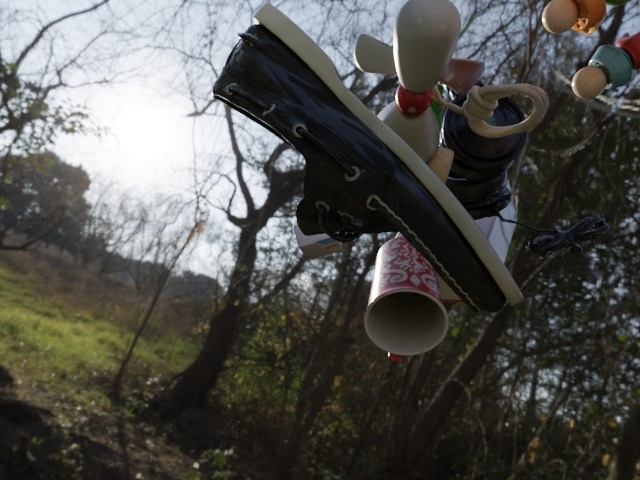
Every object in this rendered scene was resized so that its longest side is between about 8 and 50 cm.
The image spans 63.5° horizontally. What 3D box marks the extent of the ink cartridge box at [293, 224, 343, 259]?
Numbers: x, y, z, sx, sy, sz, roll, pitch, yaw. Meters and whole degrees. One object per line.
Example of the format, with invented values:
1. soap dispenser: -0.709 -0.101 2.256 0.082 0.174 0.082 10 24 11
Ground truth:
1. ink cartridge box: 0.000 0.000 1.371 0.104 0.061 0.181 -16 -16 4

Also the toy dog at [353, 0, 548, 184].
1. toy dog: 0.133 -0.192 0.706 0.220 0.161 0.333 24 -29 -12

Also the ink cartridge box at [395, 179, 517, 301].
1. ink cartridge box: 0.277 -0.005 1.073 0.197 0.273 0.114 -2 -53 35

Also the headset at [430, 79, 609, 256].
1. headset: 0.286 -0.131 0.864 0.185 0.394 0.243 -17 -39 -5

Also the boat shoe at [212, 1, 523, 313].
1. boat shoe: 0.016 -0.056 0.436 0.340 0.113 0.127 51 8 15

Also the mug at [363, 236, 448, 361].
1. mug: 0.116 0.085 0.779 0.113 0.169 0.150 31 -61 -10

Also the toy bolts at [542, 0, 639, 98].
1. toy bolts: 0.505 -0.384 0.986 0.228 0.158 0.218 55 3 -6
